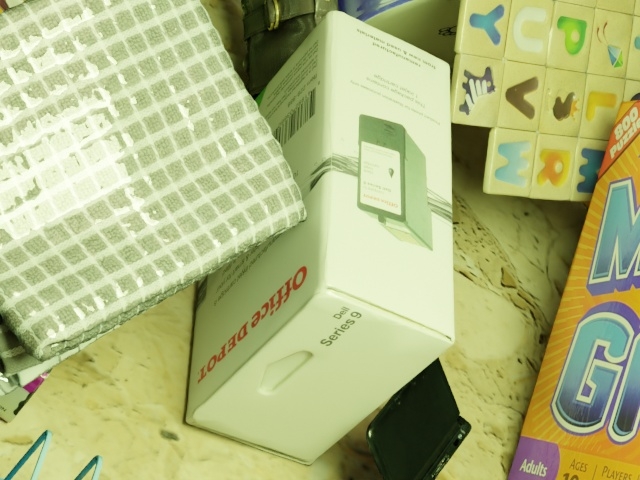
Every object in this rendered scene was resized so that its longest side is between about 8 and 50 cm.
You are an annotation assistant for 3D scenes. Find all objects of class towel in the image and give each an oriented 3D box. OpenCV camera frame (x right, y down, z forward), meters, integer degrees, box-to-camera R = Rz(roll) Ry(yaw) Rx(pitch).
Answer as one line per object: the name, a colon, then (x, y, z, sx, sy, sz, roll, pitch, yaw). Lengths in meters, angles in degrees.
towel: (-0.167, -0.053, 1.289, 0.284, 0.121, 0.235, -31, 96, -36)

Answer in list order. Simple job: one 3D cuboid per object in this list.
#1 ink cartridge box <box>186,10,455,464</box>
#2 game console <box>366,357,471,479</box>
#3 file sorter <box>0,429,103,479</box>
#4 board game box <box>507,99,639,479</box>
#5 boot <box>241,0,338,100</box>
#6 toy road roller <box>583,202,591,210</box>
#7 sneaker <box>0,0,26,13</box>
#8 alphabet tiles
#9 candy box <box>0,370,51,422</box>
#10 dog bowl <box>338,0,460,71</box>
ink cartridge box: (0.000, 0.000, 1.477, 0.121, 0.211, 0.289, 23, 46, -23)
game console: (0.060, 0.165, 1.462, 0.071, 0.107, 0.122, 43, 42, 2)
file sorter: (-0.212, 0.185, 1.242, 0.170, 0.104, 0.118, 29, 43, -14)
board game box: (0.427, 0.104, 1.501, 0.356, 0.356, 0.356, 20, 83, -22)
boot: (-0.059, -0.227, 1.675, 0.091, 0.263, 0.229, -3, 89, -28)
toy road roller: (0.440, -0.031, 1.810, 0.329, 0.240, 0.202, -10, 62, -42)
sneaker: (-0.267, -0.157, 1.519, 0.084, 0.069, 0.185, -19, 63, -35)
alphabet tiles: (0.235, -0.175, 1.636, 0.342, 0.011, 0.285, 3, 96, -45)
candy box: (-0.240, 0.000, 1.397, 0.159, 0.071, 0.233, 34, 43, -10)
dog bowl: (0.122, -0.240, 1.715, 0.265, 0.265, 0.104, -2, 75, -38)
